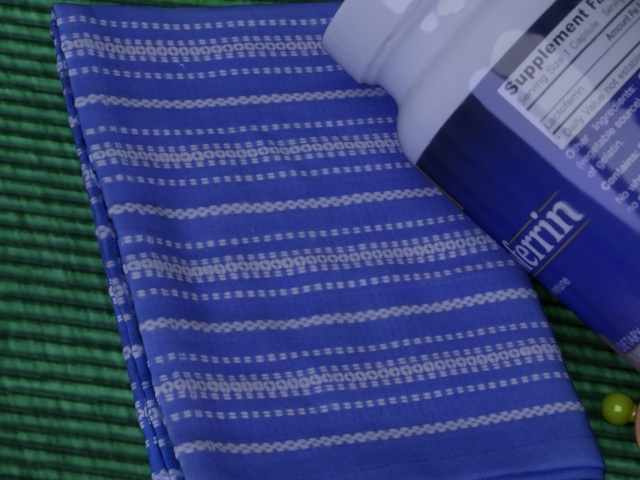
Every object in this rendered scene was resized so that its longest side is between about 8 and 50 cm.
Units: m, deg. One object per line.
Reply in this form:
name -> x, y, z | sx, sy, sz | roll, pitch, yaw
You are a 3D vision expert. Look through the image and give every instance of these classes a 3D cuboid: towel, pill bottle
towel -> 0.000, 0.000, 0.970 | 0.243, 0.040, 0.336 | -5, 59, -23
pill bottle -> 0.137, -0.062, 0.959 | 0.265, 0.153, 0.153 | 43, 86, 5

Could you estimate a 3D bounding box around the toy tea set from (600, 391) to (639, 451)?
toy tea set -> 0.221, 0.147, 0.966 | 0.336, 0.124, 0.200 | -18, 78, 1
